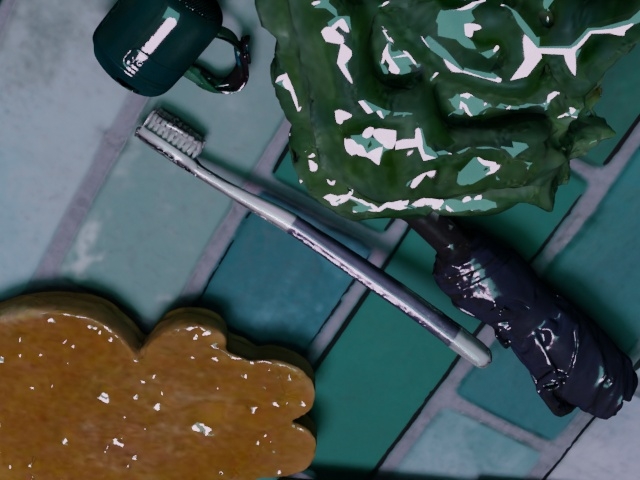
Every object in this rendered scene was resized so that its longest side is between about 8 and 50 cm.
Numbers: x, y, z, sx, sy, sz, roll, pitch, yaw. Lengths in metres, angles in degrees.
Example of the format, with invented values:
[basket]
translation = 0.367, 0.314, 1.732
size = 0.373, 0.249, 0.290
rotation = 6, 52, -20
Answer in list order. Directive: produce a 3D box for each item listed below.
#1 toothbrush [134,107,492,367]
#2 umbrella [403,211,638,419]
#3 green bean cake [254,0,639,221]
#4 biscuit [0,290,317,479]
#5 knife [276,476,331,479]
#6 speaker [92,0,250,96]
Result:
[toothbrush]
translation = 0.000, 0.000, 0.835
size = 0.288, 0.024, 0.026
rotation = 35, 114, -5
[umbrella]
translation = 0.121, 0.038, 0.836
size = 0.071, 0.071, 0.248
rotation = -38, 112, 22
[green bean cake]
translation = 0.115, -0.171, 0.653
size = 0.308, 0.169, 0.300
rotation = -8, 121, 11
[biscuit]
translation = -0.144, 0.123, 0.923
size = 0.289, 0.044, 0.202
rotation = -5, 119, 6
[knife]
translation = 0.132, 0.214, 0.956
size = 0.343, 0.027, 0.061
rotation = 3, 115, 0
[speaker]
translation = -0.090, -0.128, 0.780
size = 0.075, 0.060, 0.094
rotation = -44, 142, 24
